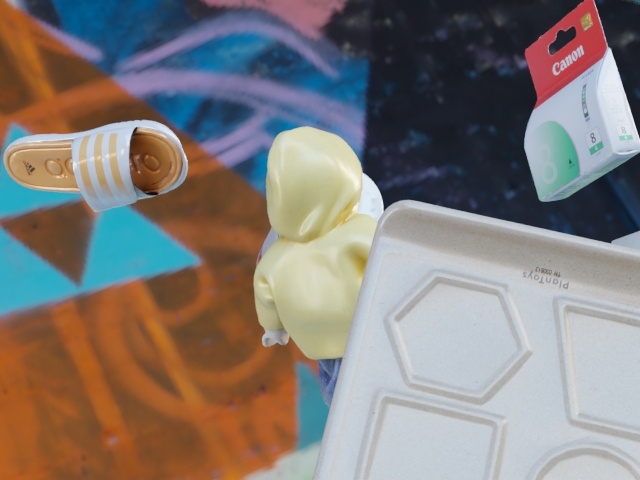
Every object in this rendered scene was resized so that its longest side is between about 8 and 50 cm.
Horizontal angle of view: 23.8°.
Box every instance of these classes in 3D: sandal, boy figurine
[{"bbox_3d":[-0.281,-0.078,1.827,0.265,0.076,0.102,-4,-57,27],"label":"sandal"},{"bbox_3d":[0.015,0.046,1.254,0.177,0.285,0.092,-18,5,37],"label":"boy figurine"}]

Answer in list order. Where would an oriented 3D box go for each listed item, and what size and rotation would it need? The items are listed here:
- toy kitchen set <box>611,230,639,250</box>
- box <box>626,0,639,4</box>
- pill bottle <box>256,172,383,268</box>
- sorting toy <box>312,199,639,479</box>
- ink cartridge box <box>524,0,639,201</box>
[{"bbox_3d":[0.362,0.075,1.319,0.166,0.207,0.122,-21,-59,15],"label":"toy kitchen set"},{"bbox_3d":[0.312,-0.328,1.412,0.136,0.225,0.036,2,-6,-45],"label":"box"},{"bbox_3d":[0.000,0.000,1.823,0.121,0.121,0.221,-17,-18,-20],"label":"pill bottle"},{"bbox_3d":[0.102,0.095,0.780,0.193,0.208,0.038,12,-22,5],"label":"sorting toy"},{"bbox_3d":[0.329,-0.187,2.030,0.056,0.225,0.181,-9,-15,-28],"label":"ink cartridge box"}]
